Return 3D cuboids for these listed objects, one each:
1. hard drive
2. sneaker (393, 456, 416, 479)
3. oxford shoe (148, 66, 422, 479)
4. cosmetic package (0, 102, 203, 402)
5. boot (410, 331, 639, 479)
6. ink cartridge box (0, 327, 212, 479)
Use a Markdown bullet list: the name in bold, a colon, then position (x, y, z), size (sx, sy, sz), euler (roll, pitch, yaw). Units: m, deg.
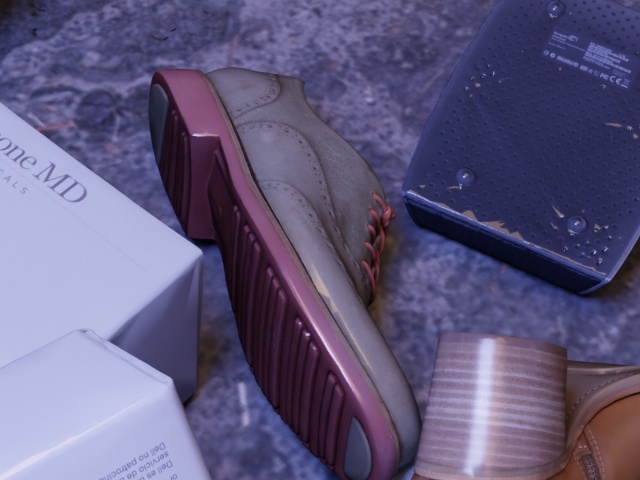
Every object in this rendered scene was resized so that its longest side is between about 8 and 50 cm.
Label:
- **hard drive**: position (0.174, -0.081, 1.041), size (0.172, 0.054, 0.254), euler (23, 55, 10)
- **sneaker**: position (0.040, 0.194, 0.828), size (0.083, 0.071, 0.190), euler (3, 52, 27)
- **oxford shoe**: position (0.000, 0.000, 0.909), size (0.130, 0.123, 0.348), euler (-12, 52, -21)
- **cosmetic package**: position (-0.266, 0.103, 0.788), size (0.217, 0.156, 0.385), euler (34, 58, 19)
- **boot**: position (0.139, 0.175, 0.804), size (0.109, 0.283, 0.220), euler (2, 82, 31)
- **ink cartridge box**: position (-0.127, 0.211, 0.655), size (0.198, 0.272, 0.115), euler (-27, 23, -24)
